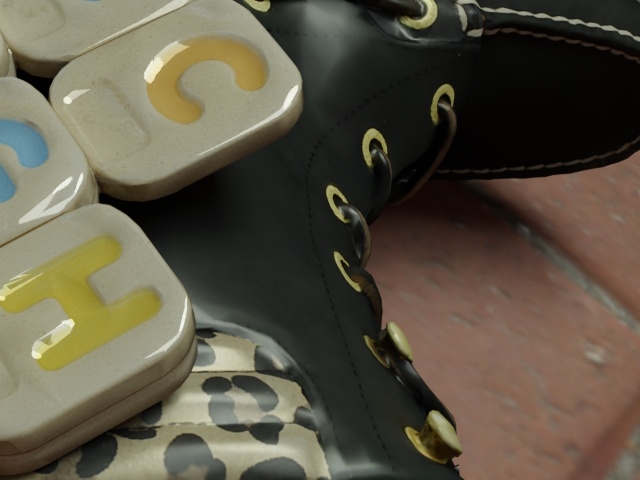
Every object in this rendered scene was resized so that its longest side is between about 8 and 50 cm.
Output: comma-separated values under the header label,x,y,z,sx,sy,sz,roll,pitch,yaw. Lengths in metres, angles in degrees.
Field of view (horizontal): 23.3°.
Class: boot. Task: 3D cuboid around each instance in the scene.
label,x,y,z,sx,sy,sz,roll,pitch,yaw
boot,0.000,0.000,0.556,0.377,0.138,0.284,6,46,-26

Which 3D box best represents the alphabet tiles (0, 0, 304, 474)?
label,x,y,z,sx,sy,sz,roll,pitch,yaw
alphabet tiles,-0.160,-0.035,0.455,0.278,0.021,0.284,-28,57,-16
